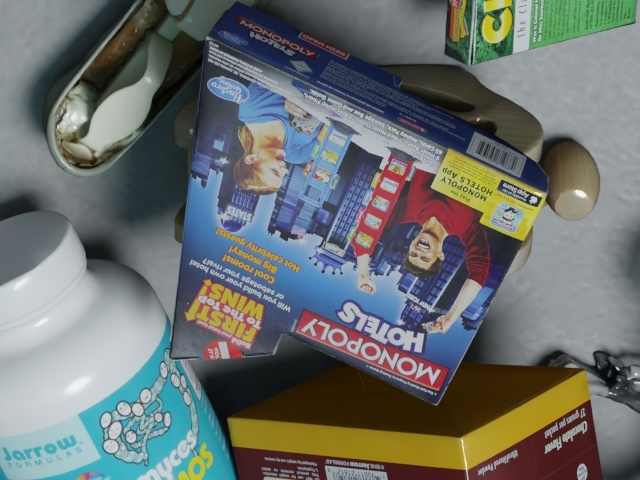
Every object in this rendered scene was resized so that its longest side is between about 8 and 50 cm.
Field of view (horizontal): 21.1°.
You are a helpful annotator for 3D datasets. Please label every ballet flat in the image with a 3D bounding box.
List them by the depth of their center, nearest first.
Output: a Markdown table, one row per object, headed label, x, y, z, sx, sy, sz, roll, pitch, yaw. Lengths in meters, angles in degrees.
| label | x | y | z | sx | sy | sz | roll | pitch | yaw |
| --- | --- | --- | --- | --- | --- | --- | --- | --- | --- |
| ballet flat | -0.085 | -0.119 | 1.010 | 0.072 | 0.068 | 0.213 | 37 | 107 | -22 |

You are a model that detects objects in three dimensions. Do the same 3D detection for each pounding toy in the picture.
| label | x | y | z | sx | sy | sz | roll | pitch | yaw |
| --- | --- | --- | --- | --- | --- | --- | --- | --- | --- |
| pounding toy | 0.047 | -0.011 | 1.033 | 0.269 | 0.154 | 0.155 | -1 | 117 | -6 |

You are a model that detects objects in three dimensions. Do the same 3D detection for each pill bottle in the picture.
| label | x | y | z | sx | sy | sz | roll | pitch | yaw |
| --- | --- | --- | --- | --- | --- | --- | --- | --- | --- |
| pill bottle | -0.144 | 0.114 | 1.079 | 0.146 | 0.146 | 0.264 | -22 | 118 | 4 |

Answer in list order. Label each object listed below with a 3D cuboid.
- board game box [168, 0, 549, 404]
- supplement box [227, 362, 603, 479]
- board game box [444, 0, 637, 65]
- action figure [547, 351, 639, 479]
| label | x | y | z | sx | sy | sz | roll | pitch | yaw |
| --- | --- | --- | --- | --- | --- | --- | --- | --- | --- |
| board game box | 0.000 | 0.000 | 0.944 | 0.194 | 0.060 | 0.194 | 26 | 120 | 1 |
| supplement box | 0.068 | 0.187 | 1.072 | 0.191 | 0.129 | 0.194 | -1 | 104 | 43 |
| board game box | 0.134 | -0.235 | 0.967 | 0.136 | 0.030 | 0.260 | -18 | 122 | -34 |
| action figure | 0.209 | 0.160 | 1.142 | 0.141 | 0.164 | 0.276 | 30 | 116 | -25 |
